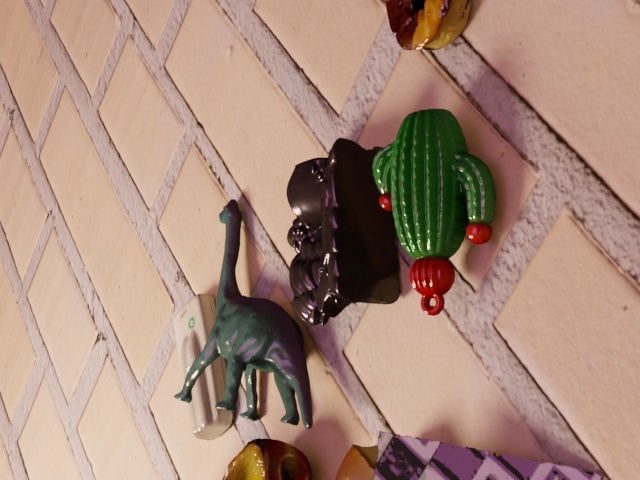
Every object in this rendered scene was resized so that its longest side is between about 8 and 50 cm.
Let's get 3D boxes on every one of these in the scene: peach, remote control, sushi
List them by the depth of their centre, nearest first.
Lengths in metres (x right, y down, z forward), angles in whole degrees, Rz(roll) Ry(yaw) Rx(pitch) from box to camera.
[{"bbox_3d":[0.148,0.372,1.462,0.292,0.059,0.294,7,89,39],"label":"sushi"},{"bbox_3d":[-0.070,0.344,1.839,0.172,0.092,0.127,140,136,-56],"label":"peach"},{"bbox_3d":[-0.189,0.198,2.086,0.090,0.049,0.230,-44,47,40],"label":"remote control"}]

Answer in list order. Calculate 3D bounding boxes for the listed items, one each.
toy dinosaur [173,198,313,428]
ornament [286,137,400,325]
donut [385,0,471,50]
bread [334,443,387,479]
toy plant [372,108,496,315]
[{"bbox_3d":[-0.082,0.092,1.924,0.383,0.129,0.331,-1,73,55],"label":"toy dinosaur"},{"bbox_3d":[0.000,0.000,1.816,0.260,0.106,0.251,-29,57,56],"label":"ornament"},{"bbox_3d":[0.140,-0.307,1.696,0.140,0.059,0.141,-16,70,54],"label":"donut"},{"bbox_3d":[0.033,0.438,1.661,0.138,0.077,0.361,41,117,40],"label":"bread"},{"bbox_3d":[0.144,-0.045,1.610,0.154,0.088,0.240,-36,60,29],"label":"toy plant"}]
